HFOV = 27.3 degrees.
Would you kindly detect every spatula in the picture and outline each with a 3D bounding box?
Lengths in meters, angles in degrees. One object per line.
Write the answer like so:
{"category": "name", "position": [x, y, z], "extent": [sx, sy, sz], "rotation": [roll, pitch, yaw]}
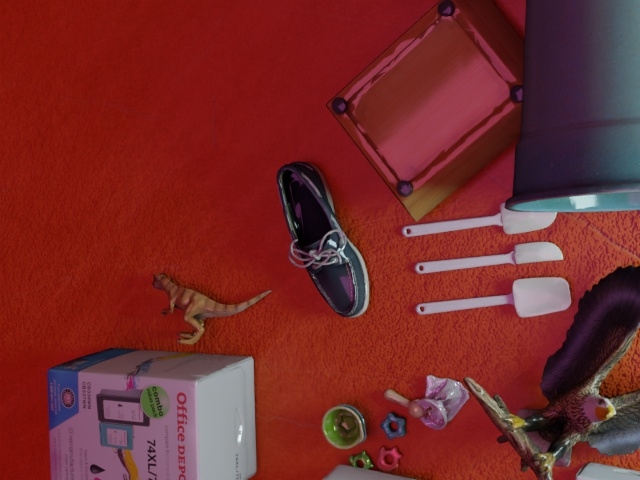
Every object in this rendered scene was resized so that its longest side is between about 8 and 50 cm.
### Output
{"category": "spatula", "position": [0.240, 0.034, 1.929], "extent": [0.242, 0.019, 0.168], "rotation": [-8, 93, 24]}

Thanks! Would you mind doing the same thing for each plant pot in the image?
{"category": "plant pot", "position": [0.398, -0.213, 1.682], "extent": [0.341, 0.341, 0.334], "rotation": [-5, 86, 24]}

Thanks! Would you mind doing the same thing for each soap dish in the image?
{"category": "soap dish", "position": [0.167, -0.201, 1.884], "extent": [0.291, 0.118, 0.229], "rotation": [-40, 79, 21]}

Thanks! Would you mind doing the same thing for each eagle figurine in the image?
{"category": "eagle figurine", "position": [0.388, 0.211, 1.816], "extent": [0.298, 0.225, 0.226], "rotation": [-36, 124, -6]}

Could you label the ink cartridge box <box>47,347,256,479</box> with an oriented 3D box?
{"category": "ink cartridge box", "position": [-0.262, 0.287, 2.077], "extent": [0.270, 0.197, 0.198], "rotation": [1, 96, 23]}

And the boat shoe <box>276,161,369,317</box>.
{"category": "boat shoe", "position": [0.000, 0.000, 1.998], "extent": [0.095, 0.079, 0.255], "rotation": [-18, 88, 24]}

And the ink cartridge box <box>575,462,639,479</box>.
{"category": "ink cartridge box", "position": [0.419, 0.415, 1.857], "extent": [0.127, 0.072, 0.175], "rotation": [7, 98, 24]}

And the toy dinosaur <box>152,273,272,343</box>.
{"category": "toy dinosaur", "position": [-0.193, 0.109, 2.104], "extent": [0.211, 0.064, 0.112], "rotation": [15, 100, 21]}

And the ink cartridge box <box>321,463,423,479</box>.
{"category": "ink cartridge box", "position": [0.077, 0.464, 1.992], "extent": [0.154, 0.093, 0.212], "rotation": [7, 107, 24]}

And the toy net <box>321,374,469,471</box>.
{"category": "toy net", "position": [0.120, 0.281, 1.992], "extent": [0.232, 0.045, 0.122], "rotation": [-22, 86, 24]}
